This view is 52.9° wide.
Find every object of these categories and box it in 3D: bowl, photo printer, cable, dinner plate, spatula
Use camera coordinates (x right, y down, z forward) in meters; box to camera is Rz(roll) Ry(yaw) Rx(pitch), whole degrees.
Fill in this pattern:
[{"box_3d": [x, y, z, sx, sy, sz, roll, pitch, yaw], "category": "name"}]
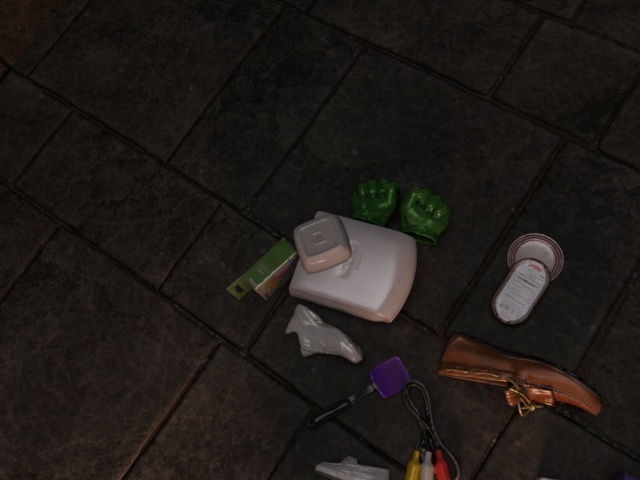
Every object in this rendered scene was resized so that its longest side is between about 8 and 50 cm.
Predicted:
[{"box_3d": [0.000, 0.000, 1.688, 0.142, 0.053, 0.142, -21, 65, 4], "category": "bowl"}, {"box_3d": [0.098, 0.073, 1.728, 0.307, 0.107, 0.256, 16, 75, 17], "category": "photo printer"}, {"box_3d": [0.268, 0.482, 1.567, 0.139, 0.072, 0.287, -4, 71, 7], "category": "cable"}, {"box_3d": [0.564, 0.049, 1.689, 0.141, 0.017, 0.141, -3, 70, 10], "category": "dinner plate"}, {"box_3d": [0.092, 0.404, 1.653, 0.296, 0.030, 0.084, -31, 71, 0], "category": "spatula"}]

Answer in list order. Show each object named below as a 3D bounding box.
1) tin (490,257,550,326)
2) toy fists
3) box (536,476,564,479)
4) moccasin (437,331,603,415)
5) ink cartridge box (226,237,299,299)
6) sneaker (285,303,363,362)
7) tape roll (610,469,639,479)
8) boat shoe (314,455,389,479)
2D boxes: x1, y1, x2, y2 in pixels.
[{"box_3d": [0.514, 0.132, 1.648, 0.106, 0.040, 0.190, 33, 88, 15], "category": "tin"}, {"box_3d": [0.218, -0.092, 1.769, 0.279, 0.096, 0.142, 15, 74, 18], "category": "toy fists"}, {"box_3d": [0.543, 0.597, 1.461, 0.102, 0.087, 0.101, 6, 72, 14], "category": "box"}, {"box_3d": [0.471, 0.341, 1.539, 0.380, 0.139, 0.147, 18, 76, 17], "category": "moccasin"}, {"box_3d": [-0.147, 0.099, 1.768, 0.209, 0.109, 0.062, -42, 67, -5], "category": "ink cartridge box"}, {"box_3d": [0.006, 0.271, 1.698, 0.232, 0.090, 0.115, 31, 86, 29], "category": "sneaker"}, {"box_3d": [0.649, 0.598, 1.385, 0.080, 0.189, 0.189, 29, 79, 19], "category": "tape roll"}, {"box_3d": [0.080, 0.567, 1.584, 0.184, 0.066, 0.063, 8, 59, 16], "category": "boat shoe"}]
